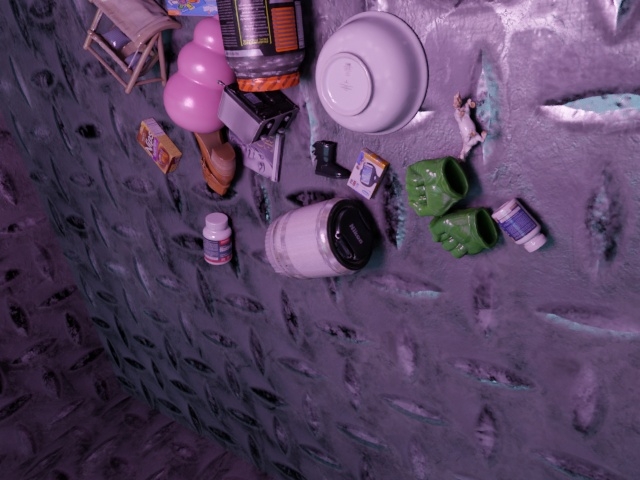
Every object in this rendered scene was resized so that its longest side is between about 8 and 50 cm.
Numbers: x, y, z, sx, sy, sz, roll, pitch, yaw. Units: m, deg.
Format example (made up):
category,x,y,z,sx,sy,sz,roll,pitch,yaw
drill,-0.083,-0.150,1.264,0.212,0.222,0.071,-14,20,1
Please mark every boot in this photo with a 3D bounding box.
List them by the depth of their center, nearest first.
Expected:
category,x,y,z,sx,sy,sz,roll,pitch,yaw
boot,0.031,-0.231,1.316,0.121,0.045,0.099,16,118,30
boot,-0.374,-0.311,1.576,0.283,0.109,0.220,53,152,12

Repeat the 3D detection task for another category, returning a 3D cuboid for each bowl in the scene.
category,x,y,z,sx,sy,sz,roll,pitch,yaw
bowl,0.093,-0.382,1.108,0.298,0.134,0.297,20,127,29

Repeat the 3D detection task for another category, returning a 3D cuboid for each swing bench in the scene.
category,x,y,z,sx,sy,sz,roll,pitch,yaw
swing bench,-0.620,-0.670,1.507,0.253,0.165,0.254,45,134,11

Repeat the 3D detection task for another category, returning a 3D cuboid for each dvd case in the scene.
category,x,y,z,sx,sy,sz,roll,pitch,yaw
dvd case,-0.213,-0.302,1.490,0.221,0.018,0.164,30,130,23

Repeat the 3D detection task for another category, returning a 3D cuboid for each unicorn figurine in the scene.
category,x,y,z,sx,sy,sz,roll,pitch,yaw
unicorn figurine,0.329,-0.244,1.038,0.060,0.111,0.161,-5,91,2

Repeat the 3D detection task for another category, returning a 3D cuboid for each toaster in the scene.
category,x,y,z,sx,sy,sz,roll,pitch,yaw
toaster,-0.187,-0.376,1.317,0.186,0.168,0.110,44,135,10

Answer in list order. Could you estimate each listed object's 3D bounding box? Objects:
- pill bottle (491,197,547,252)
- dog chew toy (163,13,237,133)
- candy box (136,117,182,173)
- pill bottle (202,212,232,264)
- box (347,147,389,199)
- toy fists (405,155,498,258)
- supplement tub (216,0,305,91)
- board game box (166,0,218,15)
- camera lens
category,x,y,z,sx,sy,sz,roll,pitch,yaw
pill bottle,0.457,-0.033,1.058,0.120,0.067,0.067,50,135,5
dog chew toy,-0.334,-0.488,1.356,0.207,0.207,0.331,33,115,20
candy box,-0.620,-0.361,1.770,0.186,0.053,0.109,51,136,6
pill bottle,-0.389,-0.008,1.747,0.108,0.108,0.180,26,129,26
box,0.127,-0.177,1.276,0.081,0.028,0.136,37,131,17
toy fists,0.303,-0.073,1.119,0.279,0.096,0.142,52,150,-18
supplement tub,-0.149,-0.558,1.151,0.207,0.207,0.337,15,123,33
board game box,-0.356,-0.734,1.346,0.282,0.027,0.144,19,124,31
camera lens,0.000,0.000,1.350,0.274,0.219,0.219,-11,107,43
